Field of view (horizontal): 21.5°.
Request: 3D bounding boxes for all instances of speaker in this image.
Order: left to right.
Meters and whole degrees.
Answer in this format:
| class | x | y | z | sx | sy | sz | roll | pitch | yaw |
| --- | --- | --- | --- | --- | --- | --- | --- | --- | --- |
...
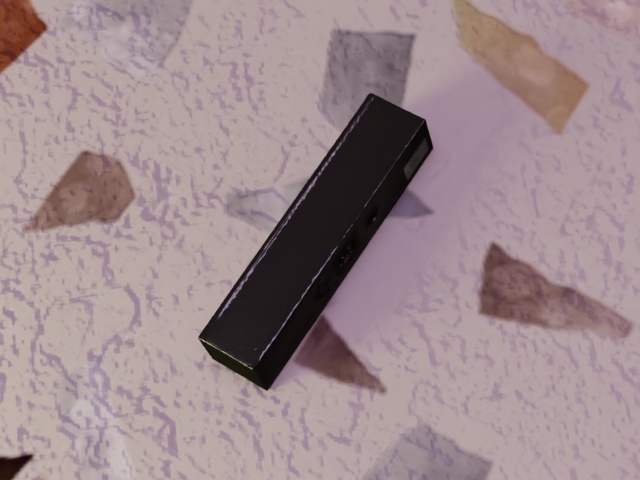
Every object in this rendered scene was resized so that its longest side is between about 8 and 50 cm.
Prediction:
| class | x | y | z | sx | sy | sz | roll | pitch | yaw |
| --- | --- | --- | --- | --- | --- | --- | --- | --- | --- |
| speaker | 0.000 | 0.000 | 1.043 | 0.046 | 0.040 | 0.191 | 29 | 74 | 22 |
